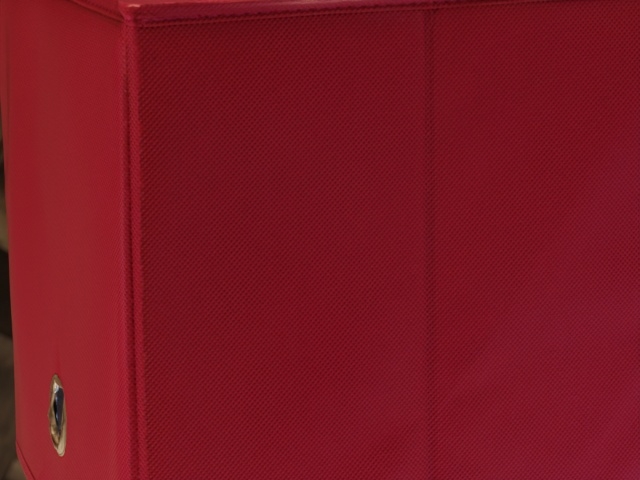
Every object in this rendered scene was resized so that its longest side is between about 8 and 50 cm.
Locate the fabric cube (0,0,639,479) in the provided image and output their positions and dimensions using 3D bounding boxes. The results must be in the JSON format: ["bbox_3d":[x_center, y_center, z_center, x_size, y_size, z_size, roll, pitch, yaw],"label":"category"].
[{"bbox_3d":[0.000,0.000,0.874,0.259,0.254,0.258,-6,-75,-20],"label":"fabric cube"}]
